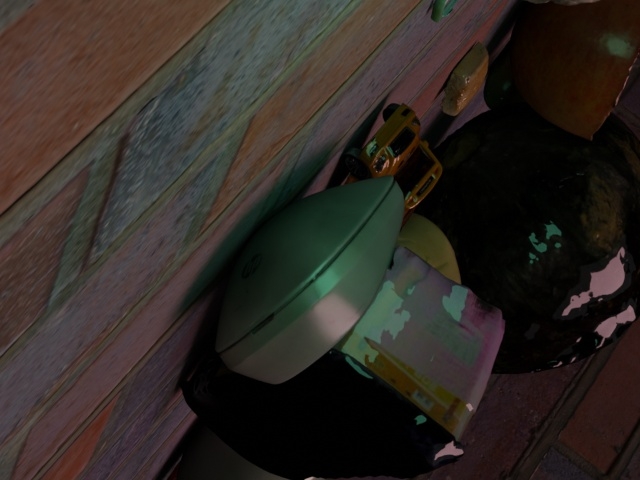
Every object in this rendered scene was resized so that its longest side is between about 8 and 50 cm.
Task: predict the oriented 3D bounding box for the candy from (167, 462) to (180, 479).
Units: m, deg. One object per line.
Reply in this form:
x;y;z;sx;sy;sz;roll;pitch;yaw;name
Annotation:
-0.181;0.330;2.350;0.062;0.038;0.122;-56;175;27;candy

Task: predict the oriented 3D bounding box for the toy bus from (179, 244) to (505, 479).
0.018;0.122;1.559;0.162;0.171;0.386;-54;-165;-24;toy bus

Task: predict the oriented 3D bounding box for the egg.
-0.095;0.306;2.158;0.264;0.183;0.183;-49;178;35;egg

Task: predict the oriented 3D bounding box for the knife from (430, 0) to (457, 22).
0.165;-0.283;1.446;0.212;0.015;0.054;-51;167;-16;knife

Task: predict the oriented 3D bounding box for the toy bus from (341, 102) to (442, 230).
0.065;-0.057;1.648;0.083;0.088;0.194;-49;174;-25;toy bus

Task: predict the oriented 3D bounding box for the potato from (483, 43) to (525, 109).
0.322;-0.278;2.506;0.188;0.085;0.105;-57;153;4;potato

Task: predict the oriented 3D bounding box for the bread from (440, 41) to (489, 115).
0.182;-0.202;2.029;0.070;0.035;0.083;-50;168;-30;bread

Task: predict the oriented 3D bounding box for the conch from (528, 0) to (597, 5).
0.324;-0.331;1.817;0.245;0.163;0.178;-23;170;25;conch

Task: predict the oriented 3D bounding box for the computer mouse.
-0.016;0.017;1.400;0.159;0.097;0.288;-41;-167;25;computer mouse

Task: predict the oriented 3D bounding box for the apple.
0.354;-0.296;2.217;0.293;0.163;0.251;-68;180;-56;apple

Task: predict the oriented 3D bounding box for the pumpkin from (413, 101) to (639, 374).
0.293;-0.015;2.378;0.454;0.344;0.454;-26;-150;17;pumpkin

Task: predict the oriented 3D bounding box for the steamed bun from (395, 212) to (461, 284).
0.036;0.104;1.858;0.232;0.166;0.273;-39;177;-46;steamed bun
